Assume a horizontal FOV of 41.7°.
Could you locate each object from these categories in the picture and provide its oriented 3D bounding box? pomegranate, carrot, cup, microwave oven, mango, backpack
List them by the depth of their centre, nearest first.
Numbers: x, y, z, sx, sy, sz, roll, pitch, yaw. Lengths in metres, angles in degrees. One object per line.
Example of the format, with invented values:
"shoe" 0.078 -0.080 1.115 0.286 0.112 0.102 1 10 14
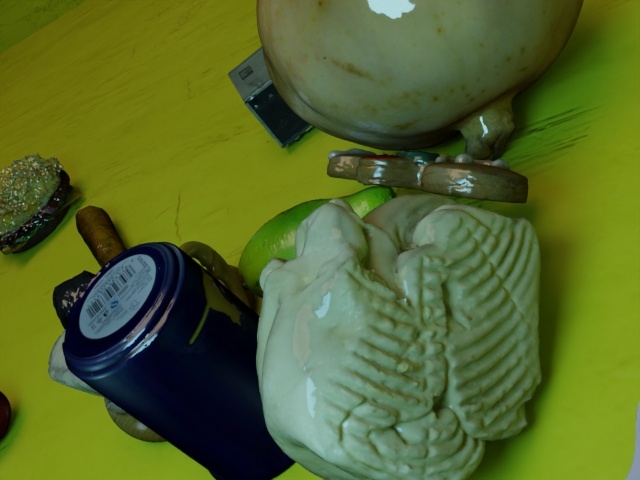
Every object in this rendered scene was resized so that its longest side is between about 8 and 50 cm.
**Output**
"cup" -0.152 0.115 0.942 0.178 0.256 0.255 -44 36 -2
"pomegranate" 0.133 -0.282 1.051 0.411 0.411 0.412 -27 36 21
"mango" 0.000 0.000 1.070 0.232 0.111 0.125 -31 40 19
"backpack" -0.303 0.115 1.199 0.105 0.165 0.120 -38 35 -14
"microwave oven" -0.028 -0.272 1.398 0.205 0.129 0.163 -37 35 6
"carrot" -0.372 0.012 1.478 0.066 0.066 0.314 -44 35 -5

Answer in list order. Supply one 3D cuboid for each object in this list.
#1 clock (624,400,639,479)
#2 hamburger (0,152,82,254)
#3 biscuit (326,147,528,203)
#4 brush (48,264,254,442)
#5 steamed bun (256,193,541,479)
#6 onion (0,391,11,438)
"clock" 0.240 0.230 0.586 0.290 0.080 0.275 -24 36 23
"hamburger" -0.645 -0.078 1.790 0.262 0.139 0.243 -51 35 -17
"biscuit" 0.129 -0.075 0.934 0.301 0.196 0.049 -152 66 -73
"brush" -0.205 0.117 1.095 0.174 0.166 0.267 8 54 49
"steamed bun" 0.059 0.087 0.781 0.203 0.276 0.289 -14 52 51
"onion" -0.543 0.278 1.294 0.131 0.131 0.131 -27 36 21
